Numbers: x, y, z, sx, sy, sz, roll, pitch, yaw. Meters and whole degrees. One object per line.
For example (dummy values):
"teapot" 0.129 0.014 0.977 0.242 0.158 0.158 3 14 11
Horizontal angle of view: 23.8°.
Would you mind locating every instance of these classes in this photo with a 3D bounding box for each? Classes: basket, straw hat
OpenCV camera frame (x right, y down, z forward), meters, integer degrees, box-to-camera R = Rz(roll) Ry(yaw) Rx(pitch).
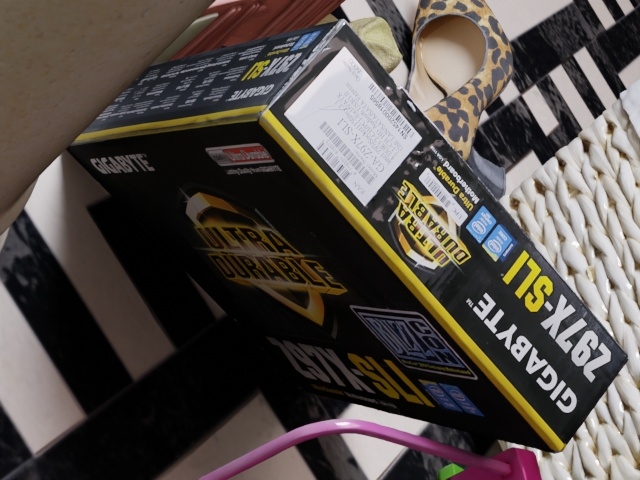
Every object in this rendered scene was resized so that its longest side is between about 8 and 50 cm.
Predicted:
"basket" 0.311 0.100 1.276 0.328 0.266 0.331 31 32 -42
"straw hat" 0.038 -0.167 1.350 0.144 0.061 0.144 36 38 -35

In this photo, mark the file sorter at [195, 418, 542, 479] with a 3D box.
"file sorter" 0.018 0.268 0.809 0.182 0.202 0.291 21 47 -43

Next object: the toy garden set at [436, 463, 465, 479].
"toy garden set" 0.165 0.307 1.146 0.244 0.049 0.204 35 37 -37

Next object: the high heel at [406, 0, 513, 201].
"high heel" 0.106 -0.171 1.411 0.186 0.093 0.261 23 54 -58

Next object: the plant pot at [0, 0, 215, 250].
"plant pot" -0.192 -0.162 0.763 0.334 0.305 0.334 36 38 -35

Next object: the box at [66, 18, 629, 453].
"box" 0.000 0.000 0.921 0.257 0.322 0.079 46 72 -21

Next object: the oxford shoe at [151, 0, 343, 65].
"oxford shoe" -0.063 -0.231 1.181 0.146 0.140 0.397 54 30 5
